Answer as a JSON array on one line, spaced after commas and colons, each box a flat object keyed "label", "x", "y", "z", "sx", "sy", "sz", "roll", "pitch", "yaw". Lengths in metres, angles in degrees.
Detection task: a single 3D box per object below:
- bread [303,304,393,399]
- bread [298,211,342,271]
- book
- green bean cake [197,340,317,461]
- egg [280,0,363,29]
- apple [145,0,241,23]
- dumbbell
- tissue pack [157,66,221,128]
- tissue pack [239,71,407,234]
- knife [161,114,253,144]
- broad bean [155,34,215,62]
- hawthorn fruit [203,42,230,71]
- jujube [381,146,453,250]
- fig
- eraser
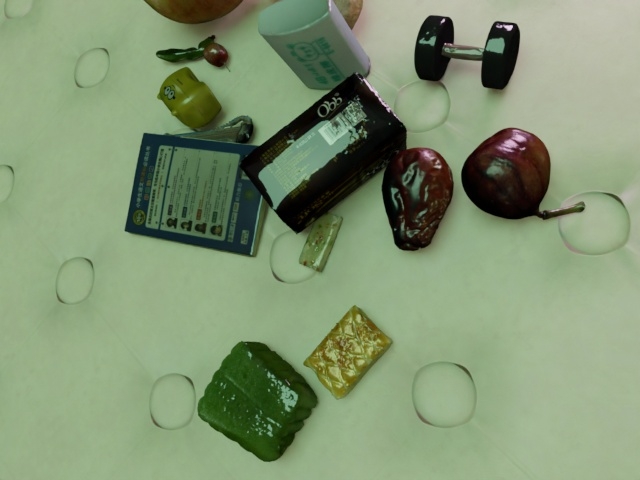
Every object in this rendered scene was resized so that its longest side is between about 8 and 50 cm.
[{"label": "bread", "x": 0.066, "y": 0.263, "z": 1.388, "sx": 0.125, "sy": 0.068, "sz": 0.188, "roll": 43, "pitch": 94, "yaw": 24}, {"label": "bread", "x": 0.000, "y": 0.000, "z": 1.503, "sx": 0.068, "sy": 0.028, "sz": 0.154, "roll": 20, "pitch": 83, "yaw": 26}, {"label": "book", "x": -0.340, "y": -0.133, "z": 1.641, "sx": 0.428, "sy": 0.039, "sz": 0.300, "roll": 11, "pitch": 89, "yaw": 22}, {"label": "green bean cake", "x": -0.145, "y": 0.384, "z": 1.411, "sx": 0.248, "sy": 0.125, "sz": 0.222, "roll": 34, "pitch": 92, "yaw": 27}, {"label": "egg", "x": -0.002, "y": -0.617, "z": 1.571, "sx": 0.233, "sy": 0.195, "sz": 0.195, "roll": -4, "pitch": 75, "yaw": 33}, {"label": "apple", "x": -0.377, "y": -0.810, "z": 1.639, "sx": 0.391, "sy": 0.346, "sz": 0.391, "roll": 3, "pitch": 103, "yaw": 14}, {"label": "dumbbell", "x": 0.348, "y": -0.449, "z": 1.415, "sx": 0.218, "sy": 0.152, "sz": 0.152, "roll": 15, "pitch": 82, "yaw": 24}, {"label": "tissue pack", "x": -0.374, "y": -0.397, "z": 1.681, "sx": 0.127, "sy": 0.123, "sz": 0.178, "roll": -40, "pitch": 51, "yaw": -3}, {"label": "tissue pack", "x": 0.014, "y": -0.213, "z": 1.435, "sx": 0.370, "sy": 0.198, "sz": 0.210, "roll": -36, "pitch": 74, "yaw": 2}, {"label": "knife", "x": -0.348, "y": -0.290, "z": 1.702, "sx": 0.365, "sy": 0.043, "sz": 0.089, "roll": -5, "pitch": 75, "yaw": 21}, {"label": "broad bean", "x": -0.403, "y": -0.565, "z": 1.788, "sx": 0.195, "sy": 0.046, "sz": 0.061, "roll": -14, "pitch": 60, "yaw": 12}, {"label": "hawthorn fruit", "x": -0.294, "y": -0.529, "z": 1.729, "sx": 0.067, "sy": 0.067, "sz": 0.103, "roll": -44, "pitch": 68, "yaw": 5}, {"label": "jujube", "x": 0.221, "y": -0.095, "z": 1.375, "sx": 0.168, "sy": 0.168, "sz": 0.236, "roll": 4, "pitch": 81, "yaw": 22}, {"label": "fig", "x": 0.424, "y": -0.113, "z": 1.303, "sx": 0.186, "sy": 0.204, "sz": 0.249, "roll": -24, "pitch": 104, "yaw": 46}, {"label": "eraser", "x": -0.008, "y": -0.488, "z": 1.486, "sx": 0.189, "sy": 0.290, "sz": 0.104, "roll": -2, "pitch": 77, "yaw": 23}]
